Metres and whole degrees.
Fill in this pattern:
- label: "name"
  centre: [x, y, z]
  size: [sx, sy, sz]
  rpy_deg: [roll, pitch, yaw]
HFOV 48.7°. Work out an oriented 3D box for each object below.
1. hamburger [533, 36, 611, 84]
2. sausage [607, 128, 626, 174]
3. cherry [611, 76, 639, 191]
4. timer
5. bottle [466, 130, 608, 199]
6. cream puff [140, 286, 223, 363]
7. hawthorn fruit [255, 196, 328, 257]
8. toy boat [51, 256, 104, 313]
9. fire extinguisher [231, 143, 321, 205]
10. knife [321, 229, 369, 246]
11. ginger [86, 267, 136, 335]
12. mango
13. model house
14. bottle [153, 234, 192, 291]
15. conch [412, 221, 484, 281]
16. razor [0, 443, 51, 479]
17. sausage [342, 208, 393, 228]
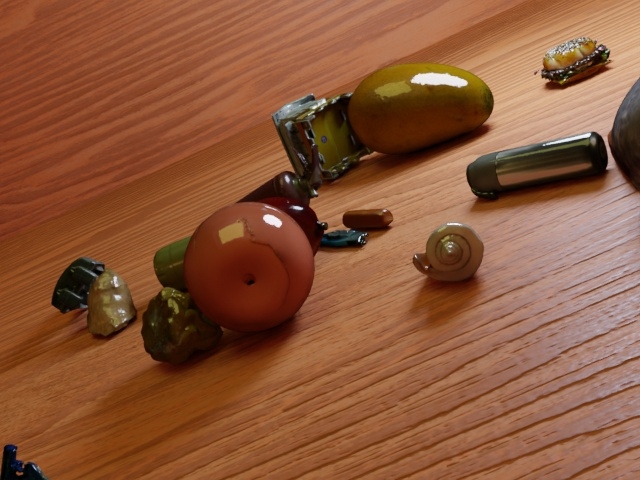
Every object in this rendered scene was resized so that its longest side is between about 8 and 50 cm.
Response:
- label: "hamburger"
  centre: [0.665, -0.478, 1.861]
  size: [0.189, 0.093, 0.164]
  rpy_deg: [-25, 18, -5]
- label: "sausage"
  centre: [0.538, -0.163, 1.230]
  size: [0.065, 0.065, 0.169]
  rpy_deg: [-18, 19, 19]
- label: "cherry"
  centre: [0.569, -0.183, 1.019]
  size: [0.296, 0.218, 0.255]
  rpy_deg: [-35, 18, 5]
- label: "timer"
  centre: [-0.125, 0.046, 1.244]
  size: [0.229, 0.230, 0.215]
  rpy_deg: [-26, 13, -2]
- label: "bottle"
  centre: [0.397, -0.134, 1.317]
  size: [0.253, 0.079, 0.096]
  rpy_deg: [-8, 63, 37]
- label: "cream puff"
  centre: [-0.252, 0.158, 1.294]
  size: [0.116, 0.146, 0.146]
  rpy_deg: [10, -4, -35]
- label: "hawthorn fruit"
  centre: [-0.074, -0.010, 1.444]
  size: [0.188, 0.169, 0.169]
  rpy_deg: [-1, 28, 28]
- label: "toy boat"
  centre: [-0.602, 0.114, 1.811]
  size: [0.141, 0.092, 0.319]
  rpy_deg: [-60, 7, -6]
- label: "fire extinguisher"
  centre: [-0.121, -0.103, 1.658]
  size: [0.337, 0.147, 0.106]
  rpy_deg: [-31, -14, 26]
- label: "knife"
  centre: [-0.001, -0.002, 1.529]
  size: [0.296, 0.026, 0.044]
  rpy_deg: [-2, 41, 47]
- label: "ginger"
  centre: [-0.484, 0.141, 1.626]
  size: [0.115, 0.123, 0.193]
  rpy_deg: [-11, 18, -24]
- label: "mango"
  centre: [0.260, -0.349, 1.843]
  size: [0.377, 0.221, 0.264]
  rpy_deg: [-2, 35, 21]
- label: "model house"
  centre: [-0.001, -0.292, 1.991]
  size: [0.198, 0.224, 0.215]
  rpy_deg: [-37, 23, -30]
- label: "bottle"
  centre: [-0.247, 0.028, 1.619]
  size: [0.260, 0.112, 0.112]
  rpy_deg: [-22, 19, 11]
- label: "conch"
  centre: [0.205, 0.011, 1.142]
  size: [0.104, 0.094, 0.176]
  rpy_deg: [-62, 7, 15]
- label: "razor"
  centre: [-0.361, 0.363, 0.974]
  size: [0.056, 0.093, 0.324]
  rpy_deg: [6, -3, -43]
- label: "sausage"
  centre: [0.101, -0.046, 1.493]
  size: [0.039, 0.041, 0.131]
  rpy_deg: [-12, 7, -40]
